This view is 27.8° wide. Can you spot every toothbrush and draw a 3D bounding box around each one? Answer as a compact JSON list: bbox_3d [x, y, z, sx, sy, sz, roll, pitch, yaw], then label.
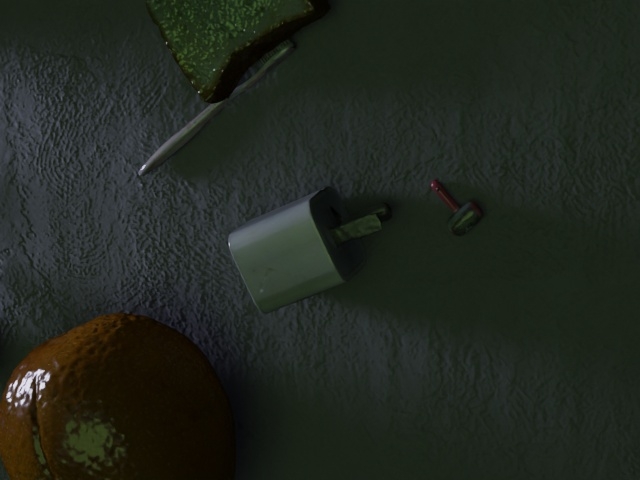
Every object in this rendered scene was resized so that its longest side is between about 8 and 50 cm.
[{"bbox_3d":[-0.152,-0.186,1.811,0.307,0.025,0.029,-38,82,22],"label":"toothbrush"}]

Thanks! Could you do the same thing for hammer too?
[{"bbox_3d":[0.177,-0.049,1.739,0.052,0.031,0.083,-43,78,20],"label":"hammer"}]

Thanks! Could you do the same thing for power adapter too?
[{"bbox_3d":[0.000,0.000,1.752,0.205,0.130,0.125,-22,96,23],"label":"power adapter"}]

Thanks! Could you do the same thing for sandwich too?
[{"bbox_3d":[-0.114,-0.314,1.730,0.214,0.065,0.186,-34,83,23],"label":"sandwich"}]

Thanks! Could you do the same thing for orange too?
[{"bbox_3d":[-0.275,0.284,1.824,0.322,0.322,0.357,-22,104,22],"label":"orange"}]
